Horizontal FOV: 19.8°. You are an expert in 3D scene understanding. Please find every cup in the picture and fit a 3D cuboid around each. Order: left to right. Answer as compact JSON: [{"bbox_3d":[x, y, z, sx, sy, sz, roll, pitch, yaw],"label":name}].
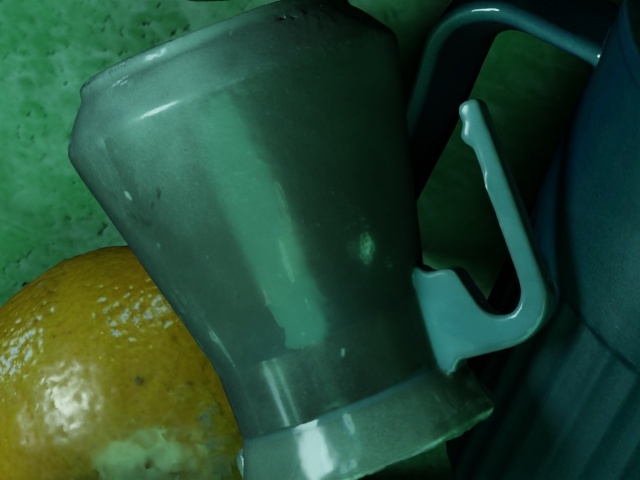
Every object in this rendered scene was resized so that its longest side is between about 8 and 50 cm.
[{"bbox_3d":[0.184,0.026,0.935,0.308,0.242,0.292,10,131,-13],"label":"cup"}]

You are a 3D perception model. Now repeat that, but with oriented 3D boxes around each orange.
[{"bbox_3d":[-0.099,0.112,1.041,0.224,0.170,0.224,0,129,1],"label":"orange"}]

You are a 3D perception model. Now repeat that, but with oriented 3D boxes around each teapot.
[{"bbox_3d":[0.000,0.000,0.895,0.203,0.171,0.225,-20,92,22],"label":"teapot"}]
